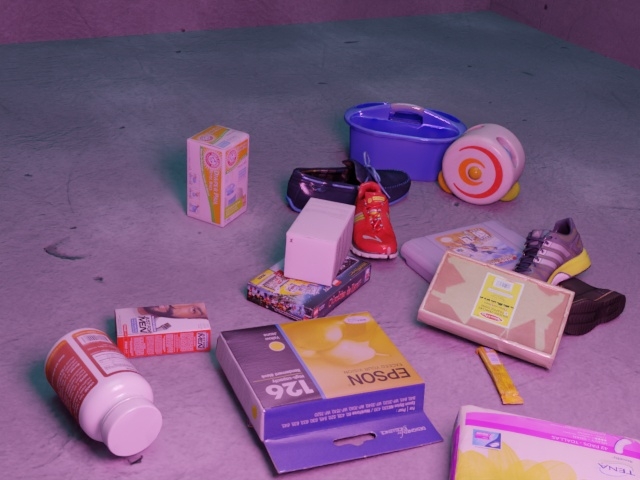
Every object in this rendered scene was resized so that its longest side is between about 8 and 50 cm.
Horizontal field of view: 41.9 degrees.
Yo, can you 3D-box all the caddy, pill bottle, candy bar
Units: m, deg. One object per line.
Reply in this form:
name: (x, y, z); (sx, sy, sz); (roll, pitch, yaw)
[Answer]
caddy: (0.232, -0.297, 2.325); (0.341, 0.179, 0.241); (9, 30, 6)
pill bottle: (-0.342, 0.241, 1.325); (0.121, 0.121, 0.216); (-17, 36, -34)
candy bar: (0.327, 0.245, 1.535); (0.040, 0.018, 0.161); (3, 29, -12)

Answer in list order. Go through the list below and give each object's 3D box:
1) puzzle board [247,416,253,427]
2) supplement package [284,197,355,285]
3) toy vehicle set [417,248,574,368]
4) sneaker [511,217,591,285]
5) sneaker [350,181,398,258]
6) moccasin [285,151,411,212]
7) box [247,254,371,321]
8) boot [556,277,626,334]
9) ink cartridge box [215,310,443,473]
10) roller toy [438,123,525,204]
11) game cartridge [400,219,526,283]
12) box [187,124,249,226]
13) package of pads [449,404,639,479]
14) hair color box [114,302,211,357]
puzzle board: (-0.060, 0.281, 1.413); (0.128, 0.011, 0.096); (2, 29, -6)
supplement package: (0.000, 0.000, 1.734); (0.105, 0.105, 0.179); (12, 29, 11)
toy vehicle set: (0.340, 0.127, 1.616); (0.267, 0.035, 0.166); (20, 54, 16)
sneaker: (0.457, 0.044, 1.775); (0.300, 0.121, 0.111); (-26, 13, -39)
sneaker: (0.118, -0.051, 1.925); (0.107, 0.118, 0.279); (0, 29, -8)
moccasin: (0.083, -0.144, 2.087); (0.342, 0.117, 0.138); (-12, 34, -28)
box: (-0.020, 0.085, 1.735); (0.159, 0.044, 0.233); (21, 33, 26)
boot: (0.516, 0.130, 1.735); (0.198, 0.077, 0.137); (-5, 22, -36)
ink cartridge box: (0.013, 0.242, 1.419); (0.303, 0.072, 0.307); (-4, 28, -26)
roller toy: (0.417, -0.196, 2.160); (0.209, 0.191, 0.146); (19, 33, 23)
game cartridge: (0.354, 0.038, 1.878); (0.297, 0.062, 0.198); (-13, 30, -29)
box: (-0.241, -0.153, 1.959); (0.103, 0.203, 0.114); (18, 32, 21)
package of pads: (0.337, 0.370, 1.229); (0.296, 0.101, 0.229); (9, 29, 8)
hair color box: (-0.292, 0.164, 1.540); (0.167, 0.053, 0.093); (-3, 29, -16)
